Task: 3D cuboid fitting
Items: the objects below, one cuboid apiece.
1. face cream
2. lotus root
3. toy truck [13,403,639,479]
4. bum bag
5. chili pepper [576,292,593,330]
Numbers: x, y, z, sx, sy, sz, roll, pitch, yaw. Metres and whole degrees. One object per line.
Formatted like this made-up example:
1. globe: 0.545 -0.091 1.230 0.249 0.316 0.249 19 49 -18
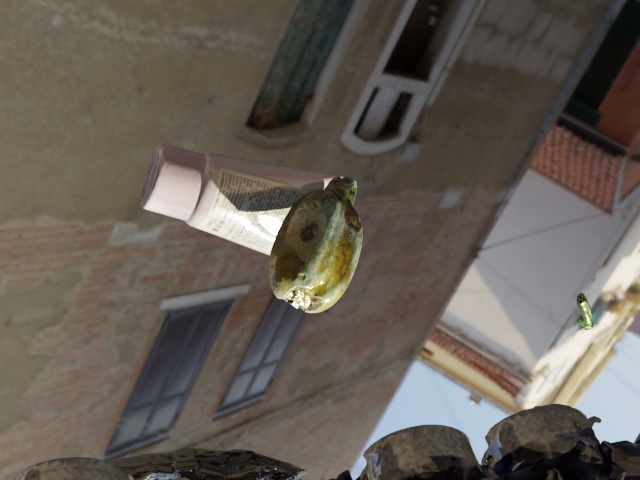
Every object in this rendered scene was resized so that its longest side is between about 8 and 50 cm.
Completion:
1. face cream: -0.098 -0.052 1.133 0.273 0.154 0.096 16 -158 -21
2. lotus root: 0.000 0.000 1.077 0.113 0.192 0.088 34 152 -27
3. toy truck: 0.006 0.162 0.307 0.268 0.155 0.124 -4 -136 -9
4. bum bag: -0.109 0.215 0.757 0.197 0.049 0.087 -1 173 6
5. chili pepper: 0.375 0.106 1.179 0.027 0.022 0.083 45 169 42
